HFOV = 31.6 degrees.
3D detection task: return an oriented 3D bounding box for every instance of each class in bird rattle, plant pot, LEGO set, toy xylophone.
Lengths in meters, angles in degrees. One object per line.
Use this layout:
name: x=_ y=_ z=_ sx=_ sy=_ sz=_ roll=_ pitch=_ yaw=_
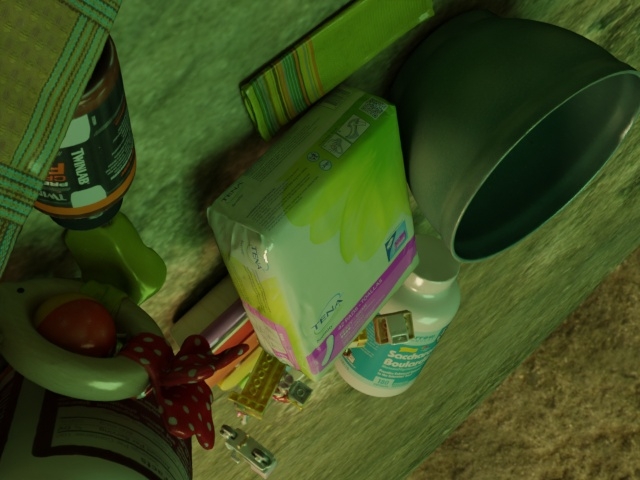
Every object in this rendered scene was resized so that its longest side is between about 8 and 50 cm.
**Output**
bird rattle: x=-0.206 y=0.101 z=1.073 sx=0.207 sy=0.253 sz=0.143 roll=0 pitch=131 yaw=-40
plant pot: x=0.203 y=-0.144 z=1.324 sx=0.293 sy=0.196 sz=0.293 roll=-33 pitch=155 yaw=-18
LEGO set: x=-0.018 y=0.165 z=1.427 sx=0.287 sy=0.132 sz=0.107 roll=-40 pitch=166 yaw=-20
toy xylophone: x=-0.069 y=0.103 z=1.487 sx=0.236 sy=0.081 sz=0.322 roll=-46 pitch=156 yaw=11

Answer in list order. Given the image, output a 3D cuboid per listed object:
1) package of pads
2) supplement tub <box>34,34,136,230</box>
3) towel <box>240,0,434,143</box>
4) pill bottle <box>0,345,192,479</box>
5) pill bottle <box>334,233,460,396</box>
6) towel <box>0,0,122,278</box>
package of pads: x=0.000 y=0.000 z=1.281 sx=0.229 sy=0.101 sz=0.296 roll=-46 pitch=147 yaw=-23
supplement tub: x=-0.204 y=-0.087 z=0.913 sx=0.106 sy=0.106 sz=0.198 roll=-33 pitch=155 yaw=-19
towel: x=0.022 y=-0.198 z=1.173 sx=0.237 sy=0.021 sz=0.102 roll=-38 pitch=158 yaw=-8
pill bottle: x=-0.232 y=0.260 z=1.085 sx=0.224 sy=0.224 sz=0.392 roll=-46 pitch=-161 yaw=11
pill bottle: x=0.119 y=0.109 z=1.706 sx=0.146 sy=0.146 sz=0.264 roll=-23 pitch=151 yaw=-35
towel: x=-0.204 y=-0.158 z=0.678 sx=0.370 sy=0.040 sz=0.271 roll=-68 pitch=156 yaw=-3
